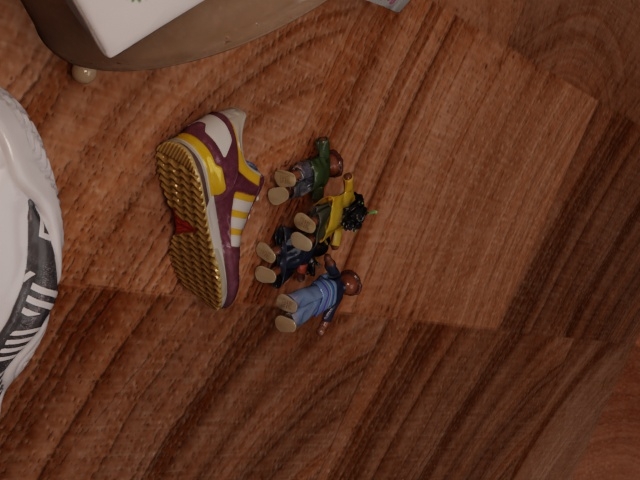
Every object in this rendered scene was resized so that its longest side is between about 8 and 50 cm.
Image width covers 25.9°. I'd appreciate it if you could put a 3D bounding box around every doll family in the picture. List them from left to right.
[{"bbox_3d":[0.000,0.000,1.313,0.111,0.076,0.193,-29,142,-53],"label":"doll family"}]

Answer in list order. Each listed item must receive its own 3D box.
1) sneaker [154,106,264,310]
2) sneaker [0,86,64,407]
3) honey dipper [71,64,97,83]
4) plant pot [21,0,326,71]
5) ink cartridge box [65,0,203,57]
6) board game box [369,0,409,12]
[{"bbox_3d":[-0.080,-0.023,1.158,0.084,0.070,0.185,-37,144,-31],"label":"sneaker"},{"bbox_3d":[-0.289,0.077,0.821,0.210,0.137,0.365,-9,124,-60],"label":"sneaker"},{"bbox_3d":[-0.134,-0.182,0.976,0.030,0.030,0.160,11,105,-61],"label":"honey dipper"},{"bbox_3d":[-0.096,-0.262,0.783,0.263,0.263,0.229,-49,132,-24],"label":"plant pot"},{"bbox_3d":[-0.092,-0.257,0.554,0.176,0.069,0.371,-33,140,-7],"label":"ink cartridge box"},{"bbox_3d":[0.082,-0.322,1.027,0.303,0.097,0.224,-46,158,21],"label":"board game box"}]
